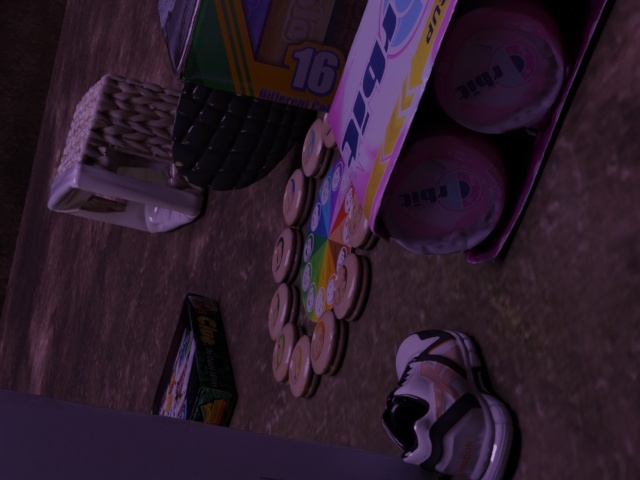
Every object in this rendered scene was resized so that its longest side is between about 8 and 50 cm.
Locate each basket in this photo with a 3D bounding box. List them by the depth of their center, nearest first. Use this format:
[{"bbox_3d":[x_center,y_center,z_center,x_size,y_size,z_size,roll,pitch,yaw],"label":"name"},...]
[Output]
[{"bbox_3d":[-0.163,-0.073,1.296,0.167,0.113,0.103,162,120,-71],"label":"basket"}]

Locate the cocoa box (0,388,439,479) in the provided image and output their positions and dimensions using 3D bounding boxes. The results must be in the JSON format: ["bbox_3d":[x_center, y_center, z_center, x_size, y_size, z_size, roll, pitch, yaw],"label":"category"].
[{"bbox_3d":[-0.090,0.271,0.593,0.228,0.231,0.347,120,155,-49],"label":"cocoa box"}]

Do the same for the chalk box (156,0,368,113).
[{"bbox_3d":[0.010,-0.183,0.750,0.132,0.132,0.213,-111,37,-64],"label":"chalk box"}]

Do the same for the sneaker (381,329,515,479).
[{"bbox_3d":[0.045,0.063,0.619,0.109,0.044,0.040,-122,43,-69],"label":"sneaker"}]

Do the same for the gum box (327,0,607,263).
[{"bbox_3d":[0.064,-0.093,0.624,0.107,0.062,0.188,-105,31,-58],"label":"gum box"}]

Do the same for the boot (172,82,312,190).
[{"bbox_3d":[-0.036,-0.157,1.015,0.161,0.083,0.246,-129,57,-78],"label":"boot"}]

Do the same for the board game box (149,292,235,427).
[{"bbox_3d":[-0.116,0.183,1.115,0.136,0.030,0.259,-112,36,-59],"label":"board game box"}]

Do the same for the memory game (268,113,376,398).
[{"bbox_3d":[0.000,0.000,0.869,0.186,0.012,0.186,-168,90,-74],"label":"memory game"}]
